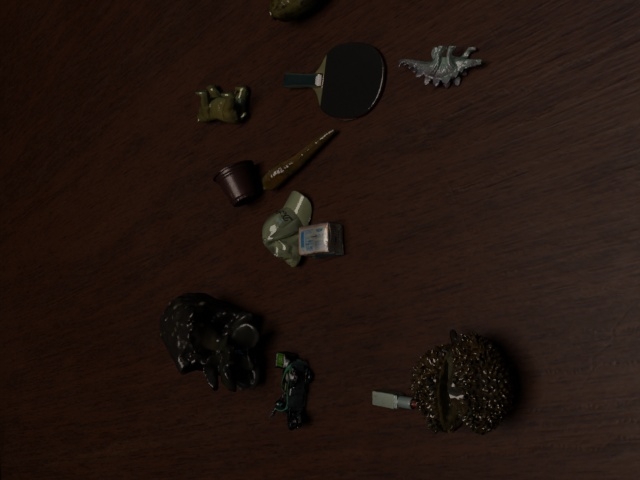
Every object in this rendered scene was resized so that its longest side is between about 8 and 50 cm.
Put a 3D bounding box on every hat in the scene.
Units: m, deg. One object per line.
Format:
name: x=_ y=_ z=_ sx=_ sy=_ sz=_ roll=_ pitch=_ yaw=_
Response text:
hat: x=-0.076 y=-0.033 z=1.559 sx=0.122 sy=0.081 sz=0.166 roll=31 pitch=99 yaw=38

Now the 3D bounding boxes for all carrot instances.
carrot: x=-0.053 y=-0.191 z=1.563 sx=0.254 sy=0.049 sz=0.049 roll=-34 pitch=65 yaw=35

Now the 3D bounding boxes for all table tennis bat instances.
table tennis bat: x=0.025 y=-0.361 z=1.511 sx=0.301 sy=0.022 sz=0.173 roll=11 pitch=96 yaw=42

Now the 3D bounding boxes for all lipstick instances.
lipstick: x=0.163 y=0.323 z=1.334 sx=0.129 sy=0.030 sz=0.030 roll=-2 pitch=86 yaw=44

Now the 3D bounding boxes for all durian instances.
durian: x=0.252 y=0.250 z=1.188 sx=0.196 sy=0.167 sz=0.195 roll=-12 pitch=62 yaw=23

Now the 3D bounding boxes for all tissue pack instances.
tissue pack: x=0.000 y=0.000 z=1.489 sx=0.095 sy=0.059 sz=0.074 roll=-8 pitch=80 yaw=43

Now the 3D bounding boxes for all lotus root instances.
lotus root: x=-0.054 y=-0.569 z=1.553 sx=0.179 sy=0.089 sz=0.080 roll=-16 pitch=120 yaw=38

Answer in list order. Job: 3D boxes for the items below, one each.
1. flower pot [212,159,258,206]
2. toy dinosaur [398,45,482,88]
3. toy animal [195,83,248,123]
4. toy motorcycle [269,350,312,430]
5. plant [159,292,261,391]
flower pot: x=-0.203 y=-0.137 z=1.669 sx=0.111 sy=0.111 sz=0.089 roll=-31 pitch=79 yaw=38
toy dinosaur: x=0.226 y=-0.344 z=1.308 sx=0.209 sy=0.039 sz=0.082 roll=18 pitch=102 yaw=43
toy animal: x=-0.269 y=-0.353 z=1.758 sx=0.219 sy=0.103 sz=0.100 roll=12 pitch=120 yaw=39
toy motorcycle: x=-0.070 y=0.350 z=1.540 sx=0.100 sy=0.058 sz=0.173 roll=2 pitch=88 yaw=51
plant: x=-0.270 y=0.249 z=1.643 sx=0.276 sy=0.189 sz=0.198 roll=27 pitch=107 yaw=42
